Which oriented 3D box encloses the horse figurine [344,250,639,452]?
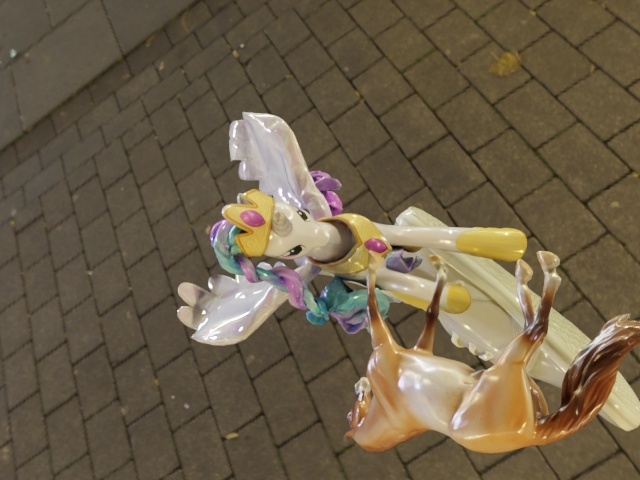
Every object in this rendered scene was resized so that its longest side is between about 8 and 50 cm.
[{"bbox_3d":[0.109,0.096,0.514,0.263,0.066,0.174,0,79,47],"label":"horse figurine"}]

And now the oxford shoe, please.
[{"bbox_3d":[0.269,0.126,0.994,0.449,0.169,0.130,40,104,19],"label":"oxford shoe"}]

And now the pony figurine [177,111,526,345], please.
[{"bbox_3d":[0.000,0.000,0.802,0.351,0.363,0.303,5,84,60],"label":"pony figurine"}]
